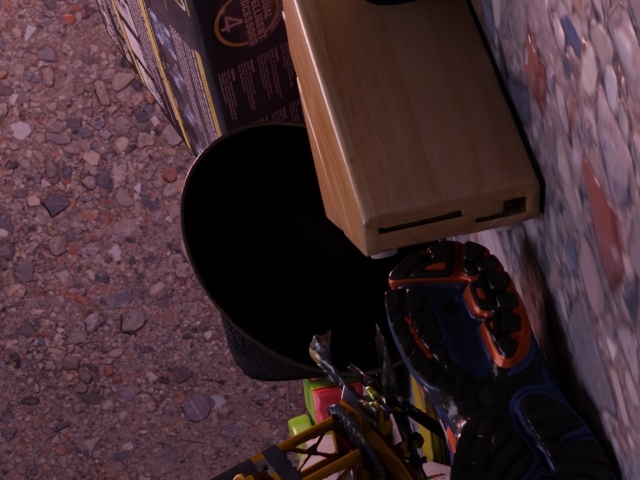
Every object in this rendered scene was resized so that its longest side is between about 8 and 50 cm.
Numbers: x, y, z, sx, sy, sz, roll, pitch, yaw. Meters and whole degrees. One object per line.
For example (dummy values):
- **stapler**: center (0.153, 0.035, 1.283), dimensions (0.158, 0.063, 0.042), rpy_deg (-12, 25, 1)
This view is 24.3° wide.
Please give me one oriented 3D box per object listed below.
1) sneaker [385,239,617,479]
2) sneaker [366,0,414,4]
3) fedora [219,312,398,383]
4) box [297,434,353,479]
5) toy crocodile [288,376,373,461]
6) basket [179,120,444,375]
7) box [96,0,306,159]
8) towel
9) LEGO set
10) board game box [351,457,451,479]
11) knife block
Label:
- **sneaker**: center (0.100, 0.104, 0.735), dimensions (0.087, 0.083, 0.221), rpy_deg (53, -160, -55)
- **sneaker**: center (0.022, -0.201, 0.682), dimensions (0.235, 0.084, 0.097), rpy_deg (87, 171, -66)
- **fedora**: center (-0.032, 0.044, 1.500), dimensions (0.334, 0.152, 0.334), rpy_deg (161, 90, -88)
- **box**: center (0.024, 0.389, 1.592), dimensions (0.232, 0.058, 0.322), rpy_deg (-57, -40, -83)
- **toy crocodile**: center (0.014, 0.168, 1.722), dimensions (0.105, 0.115, 0.340), rpy_deg (-129, 24, -69)
- **basket**: center (0.000, 0.000, 1.131), dimensions (0.204, 0.154, 0.227), rpy_deg (38, -176, 0)
- **box**: center (-0.126, -0.235, 1.261), dimensions (0.318, 0.097, 0.395), rpy_deg (55, 166, 34)
- **towel**: center (0.093, 0.143, 1.244), dimensions (0.102, 0.021, 0.237), rpy_deg (-100, 0, -52)
- **LEGO set**: center (0.071, 0.225, 0.847), dimensions (0.255, 0.192, 0.331), rpy_deg (42, 154, 51)
- **board game box**: center (0.094, 0.273, 1.180), dimensions (0.305, 0.053, 0.193), rpy_deg (144, 109, -82)
- **knife block**: center (0.027, -0.128, 0.810), dimensions (0.276, 0.088, 0.242), rpy_deg (-127, 24, -81)
